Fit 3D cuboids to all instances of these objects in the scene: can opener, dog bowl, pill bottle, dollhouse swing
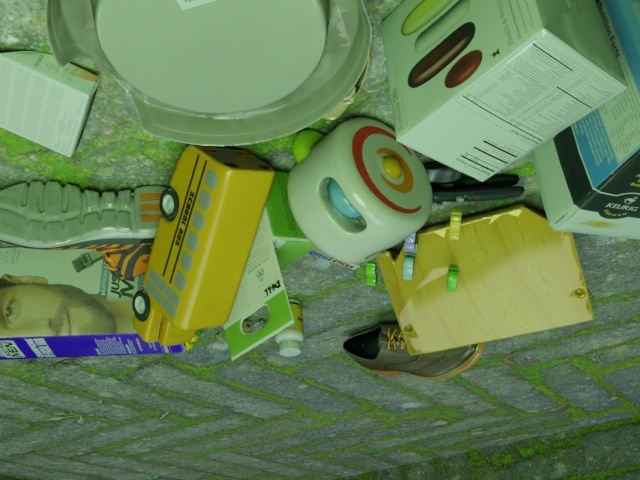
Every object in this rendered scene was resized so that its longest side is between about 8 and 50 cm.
[{"bbox_3d":[0.250,-0.087,1.168,0.186,0.059,0.073,3,149,-13],"label":"can opener"},{"bbox_3d":[-0.120,-0.251,0.793,0.349,0.102,0.349,-4,150,-2],"label":"dog bowl"},{"bbox_3d":[-0.070,0.193,1.555,0.065,0.116,0.065,-3,151,-2],"label":"pill bottle"},{"bbox_3d":[0.337,0.056,1.430,0.347,0.305,0.315,-15,107,18],"label":"dollhouse swing"}]

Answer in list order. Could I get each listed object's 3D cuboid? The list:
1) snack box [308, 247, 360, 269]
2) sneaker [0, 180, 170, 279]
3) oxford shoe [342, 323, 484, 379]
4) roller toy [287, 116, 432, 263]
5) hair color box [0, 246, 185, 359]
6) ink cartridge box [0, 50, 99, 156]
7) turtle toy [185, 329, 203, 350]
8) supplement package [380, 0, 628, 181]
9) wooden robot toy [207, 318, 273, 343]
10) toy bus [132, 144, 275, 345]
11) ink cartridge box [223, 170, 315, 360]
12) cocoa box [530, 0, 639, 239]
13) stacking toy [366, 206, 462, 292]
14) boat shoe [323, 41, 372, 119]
[{"bbox_3d":[0.000,0.000,1.282,0.178,0.064,0.022,20,144,-36],"label":"snack box"},{"bbox_3d":[-0.382,-0.001,1.171,0.321,0.124,0.180,2,148,-12],"label":"sneaker"},{"bbox_3d":[0.208,0.251,1.641,0.133,0.130,0.364,26,149,-38],"label":"oxford shoe"},{"bbox_3d":[0.065,-0.075,1.033,0.209,0.191,0.146,19,142,-34],"label":"roller toy"},{"bbox_3d":[-0.421,0.110,1.299,0.339,0.185,0.110,-2,150,-4],"label":"hair color box"},{"bbox_3d":[-0.395,-0.198,0.931,0.179,0.045,0.145,27,142,-14],"label":"ink cartridge box"},{"bbox_3d":[-0.283,0.174,1.535,0.066,0.095,0.130,-32,168,-36],"label":"turtle toy"},{"bbox_3d":[0.196,-0.214,0.804,0.149,0.194,0.203,19,142,-33],"label":"supplement package"},{"bbox_3d":[-0.202,0.217,1.634,0.173,0.076,0.079,13,157,-27],"label":"wooden robot toy"},{"bbox_3d":[-0.185,0.019,1.087,0.108,0.130,0.332,-3,120,-47],"label":"toy bus"},{"bbox_3d":[-0.090,0.042,1.137,0.097,0.255,0.189,3,153,-40],"label":"ink cartridge box"},{"bbox_3d":[0.484,-0.145,0.924,0.347,0.231,0.228,6,148,-17],"label":"cocoa box"},{"bbox_3d":[0.156,0.020,1.222,0.167,0.052,0.221,6,139,12],"label":"stacking toy"},{"bbox_3d":[0.026,-0.209,0.927,0.063,0.059,0.170,3,149,-12],"label":"boat shoe"}]
